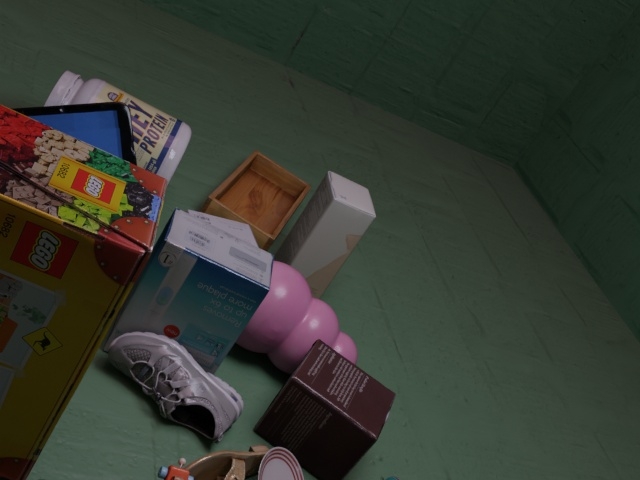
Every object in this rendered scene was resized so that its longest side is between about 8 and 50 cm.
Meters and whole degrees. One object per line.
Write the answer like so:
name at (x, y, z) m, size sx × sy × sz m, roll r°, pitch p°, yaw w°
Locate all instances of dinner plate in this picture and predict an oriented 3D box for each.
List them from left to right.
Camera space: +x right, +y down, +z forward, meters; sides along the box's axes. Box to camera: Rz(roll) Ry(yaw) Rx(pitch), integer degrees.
dinner plate at (-0.074, 0.448, 1.455) m, size 0.141 × 0.017 × 0.141 m, roll 36°, pitch 43°, yaw -44°

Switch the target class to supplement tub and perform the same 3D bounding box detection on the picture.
supplement tub at (-0.500, -0.243, 1.927) m, size 0.325 × 0.235 × 0.235 m, roll 27°, pitch 28°, yaw -14°

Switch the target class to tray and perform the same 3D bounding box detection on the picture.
tray at (-0.174, -0.112, 2.252) m, size 0.203 × 0.076 × 0.411 m, roll 33°, pitch 26°, yaw -2°

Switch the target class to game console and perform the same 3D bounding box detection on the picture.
game console at (-0.533, -0.158, 1.710) m, size 0.293 × 0.173 × 0.250 m, roll -8°, pitch 38°, yaw -19°

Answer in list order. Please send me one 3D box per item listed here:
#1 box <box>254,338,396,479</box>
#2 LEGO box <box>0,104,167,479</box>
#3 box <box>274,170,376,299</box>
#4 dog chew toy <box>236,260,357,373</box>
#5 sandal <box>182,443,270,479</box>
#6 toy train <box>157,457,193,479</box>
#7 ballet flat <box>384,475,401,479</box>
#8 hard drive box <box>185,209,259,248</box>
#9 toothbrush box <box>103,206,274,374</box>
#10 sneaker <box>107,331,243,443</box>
box at (0.011, 0.344, 1.608) m, size 0.203 × 0.167 × 0.168 m, roll 36°, pitch 27°, yaw 4°
LEGO box at (-0.495, 0.072, 1.130) m, size 0.372 × 0.500 × 0.193 m, roll 25°, pitch 29°, yaw -18°
box at (0.000, 0.000, 1.996) m, size 0.121 × 0.311 × 0.148 m, roll 24°, pitch 29°, yaw -20°
dog chew toy at (-0.056, 0.197, 1.756) m, size 0.332 × 0.206 × 0.206 m, roll 41°, pitch 26°, yaw -9°
sandal at (-0.151, 0.419, 1.398) m, size 0.079 × 0.088 × 0.240 m, roll 43°, pitch 23°, yaw 29°
toy train at (-0.196, 0.435, 1.298) m, size 0.166 × 0.046 × 0.125 m, roll 29°, pitch 70°, yaw -17°
ballet flat at (0.172, 0.555, 1.575) m, size 0.070 × 0.070 × 0.188 m, roll 17°, pitch 33°, yaw -30°
hard drive box at (-0.233, 0.047, 1.909) m, size 0.181 × 0.089 × 0.232 m, roll 14°, pitch 33°, yaw -34°
toothbrush box at (-0.254, 0.120, 1.543) m, size 0.216 × 0.295 × 0.126 m, roll 28°, pitch 29°, yaw -14°
sneaker at (-0.273, 0.270, 1.485) m, size 0.281 × 0.105 × 0.115 m, roll 32°, pitch 27°, yaw -5°
